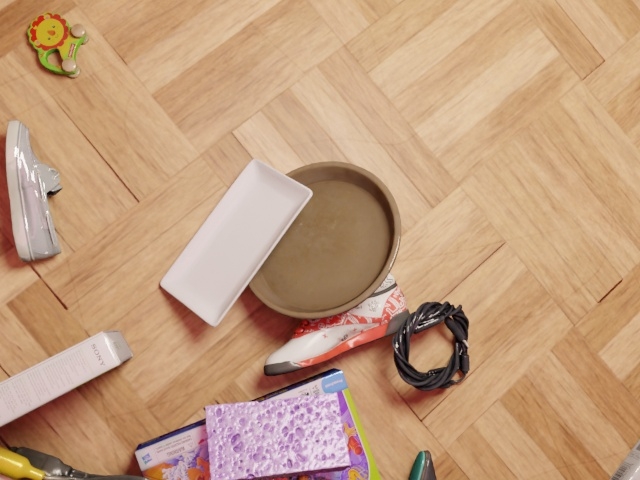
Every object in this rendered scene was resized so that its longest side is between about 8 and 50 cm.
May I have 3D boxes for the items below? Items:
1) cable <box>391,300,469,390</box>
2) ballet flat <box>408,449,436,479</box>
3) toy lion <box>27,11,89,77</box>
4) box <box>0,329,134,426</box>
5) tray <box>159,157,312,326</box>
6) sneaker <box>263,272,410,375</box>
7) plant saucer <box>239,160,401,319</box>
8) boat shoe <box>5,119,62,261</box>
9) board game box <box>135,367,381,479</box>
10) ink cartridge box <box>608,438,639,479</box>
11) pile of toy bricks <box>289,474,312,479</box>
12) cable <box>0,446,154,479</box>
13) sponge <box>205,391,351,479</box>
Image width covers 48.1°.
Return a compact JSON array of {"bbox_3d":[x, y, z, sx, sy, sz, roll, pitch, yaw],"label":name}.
[{"bbox_3d":[0.193,0.176,1.206,0.184,0.047,0.151,11,91,-38],"label":"cable"},{"bbox_3d":[0.162,0.453,1.192,0.074,0.074,0.203,23,86,-6],"label":"ballet flat"},{"bbox_3d":[-0.446,-0.333,1.208,0.096,0.034,0.100,11,81,-1],"label":"toy lion"},{"bbox_3d":[-0.436,0.226,1.034,0.321,0.232,0.059,-26,88,-13],"label":"box"},{"bbox_3d":[-0.136,0.002,1.185,0.145,0.030,0.270,32,82,31],"label":"tray"},{"bbox_3d":[0.011,0.120,1.200,0.270,0.090,0.145,-19,85,-15],"label":"sneaker"},{"bbox_3d":[0.000,0.000,1.177,0.277,0.041,0.278,-7,66,17],"label":"plant saucer"},{"bbox_3d":[-0.458,-0.081,1.155,0.081,0.079,0.228,-7,89,-20],"label":"boat shoe"},{"bbox_3d":[-0.090,0.378,1.153,0.347,0.078,0.234,-20,87,-12],"label":"board game box"},{"bbox_3d":[0.612,0.448,1.296,0.145,0.045,0.179,-47,110,-13],"label":"ink cartridge box"},{"bbox_3d":[-0.059,0.404,1.060,0.212,0.105,0.118,10,81,-9],"label":"pile of toy bricks"},{"bbox_3d":[-0.380,0.372,1.061,0.287,0.140,0.072,17,41,2],"label":"cable"},{"bbox_3d":[-0.066,0.300,1.089,0.210,0.031,0.117,-4,59,-9],"label":"sponge"}]
